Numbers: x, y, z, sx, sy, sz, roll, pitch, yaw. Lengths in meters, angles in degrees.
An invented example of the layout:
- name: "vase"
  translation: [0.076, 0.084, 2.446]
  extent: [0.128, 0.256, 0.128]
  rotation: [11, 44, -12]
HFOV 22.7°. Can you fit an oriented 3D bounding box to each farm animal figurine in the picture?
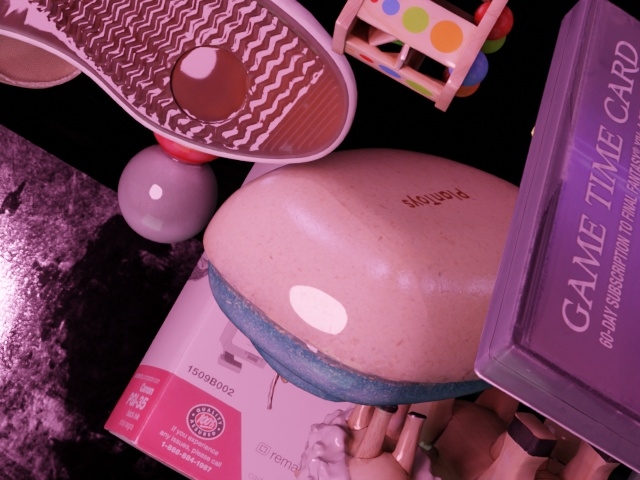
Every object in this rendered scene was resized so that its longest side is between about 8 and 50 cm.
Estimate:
- name: "farm animal figurine"
  translation: [0.105, 0.151, 1.141]
  extent: [0.330, 0.172, 0.327]
  rotation: [15, -160, -20]

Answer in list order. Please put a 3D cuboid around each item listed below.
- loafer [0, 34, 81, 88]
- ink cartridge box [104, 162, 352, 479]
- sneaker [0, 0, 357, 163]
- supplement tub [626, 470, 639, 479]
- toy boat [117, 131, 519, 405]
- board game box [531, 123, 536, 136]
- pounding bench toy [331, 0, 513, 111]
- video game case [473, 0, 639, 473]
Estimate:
- name: "loafer"
  translation: [-0.240, -0.178, 1.077]
  extent: [0.092, 0.102, 0.268]
  rotation: [32, 176, 42]
- name: "ink cartridge box"
  translation: [-0.019, 0.088, 1.344]
  extent: [0.207, 0.283, 0.117]
  rotation: [31, 170, -15]
- name: "sneaker"
  translation: [-0.102, -0.138, 0.915]
  extent: [0.290, 0.106, 0.123]
  rotation: [26, -161, 7]
- name: "supplement tub"
  translation: [0.370, 0.279, 1.482]
  extent: [0.194, 0.193, 0.316]
  rotation: [28, 173, 15]
- name: "toy boat"
  translation: [0.000, 0.000, 0.990]
  extent: [0.318, 0.148, 0.267]
  rotation: [38, -153, 31]
- name: "board game box"
  translation: [0.164, -0.020, 0.763]
  extent: [0.092, 0.043, 0.181]
  rotation: [27, 173, 22]
- name: "pounding bench toy"
  translation: [0.046, -0.091, 0.696]
  extent: [0.065, 0.052, 0.083]
  rotation: [29, 174, 1]
- name: "video game case"
  translation: [0.191, 0.041, 0.581]
  extent: [0.274, 0.196, 0.026]
  rotation: [30, 135, -10]
